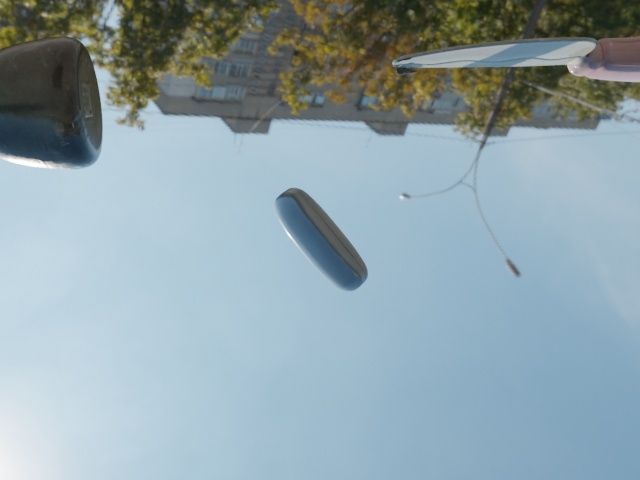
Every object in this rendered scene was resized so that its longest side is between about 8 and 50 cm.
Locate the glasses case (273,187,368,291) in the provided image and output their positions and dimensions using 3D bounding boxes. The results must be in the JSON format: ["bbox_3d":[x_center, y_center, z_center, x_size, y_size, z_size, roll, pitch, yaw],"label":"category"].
[{"bbox_3d":[0.000,0.000,0.936,0.178,0.067,0.045,50,-129,-5],"label":"glasses case"}]

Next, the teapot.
[{"bbox_3d":[-0.529,-0.200,1.055,0.285,0.223,0.305,-4,-137,-6],"label":"teapot"}]

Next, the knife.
[{"bbox_3d":[0.232,-0.173,0.607,0.336,0.043,0.081,-8,178,-19],"label":"knife"}]
